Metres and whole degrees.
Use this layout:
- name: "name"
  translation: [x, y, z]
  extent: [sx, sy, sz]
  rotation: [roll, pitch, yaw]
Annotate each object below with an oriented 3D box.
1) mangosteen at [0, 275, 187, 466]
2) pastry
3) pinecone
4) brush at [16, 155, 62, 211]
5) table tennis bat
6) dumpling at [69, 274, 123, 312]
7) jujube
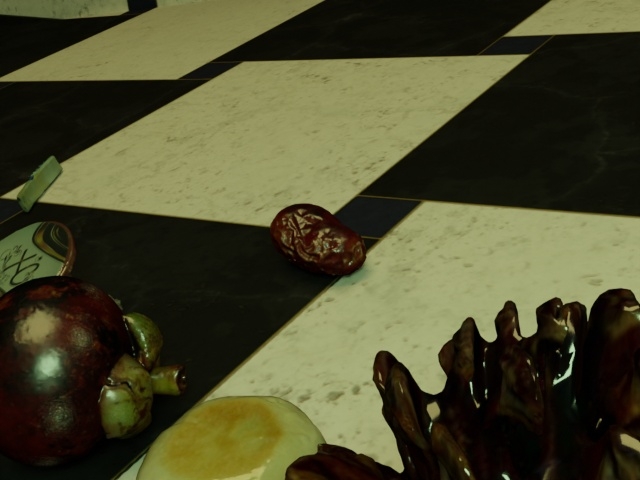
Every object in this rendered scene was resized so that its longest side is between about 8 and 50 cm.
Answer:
- name: "mangosteen"
  translation: [-0.221, 0.120, 0.885]
  extent: [0.199, 0.200, 0.200]
  rotation: [-11, 25, 5]
- name: "pastry"
  translation: [-0.061, 0.186, 0.736]
  extent: [0.156, 0.092, 0.156]
  rotation: [-11, 33, 7]
- name: "pinecone"
  translation: [0.141, 0.151, 0.521]
  extent: [0.295, 0.242, 0.298]
  rotation: [-16, 20, 1]
- name: "brush"
  translation: [-0.464, -0.092, 1.583]
  extent: [0.030, 0.033, 0.178]
  rotation: [-15, 24, 12]
- name: "table tennis bat"
  translation: [-0.396, 0.082, 1.079]
  extent: [0.301, 0.022, 0.173]
  rotation: [-34, 38, 2]
- name: "dumpling"
  translation: [-0.312, 0.076, 1.103]
  extent: [0.166, 0.086, 0.332]
  rotation: [-32, 35, -28]
- name: "jujube"
  translation: [0.000, 0.000, 1.108]
  extent: [0.077, 0.077, 0.129]
  rotation: [-30, 34, -30]
